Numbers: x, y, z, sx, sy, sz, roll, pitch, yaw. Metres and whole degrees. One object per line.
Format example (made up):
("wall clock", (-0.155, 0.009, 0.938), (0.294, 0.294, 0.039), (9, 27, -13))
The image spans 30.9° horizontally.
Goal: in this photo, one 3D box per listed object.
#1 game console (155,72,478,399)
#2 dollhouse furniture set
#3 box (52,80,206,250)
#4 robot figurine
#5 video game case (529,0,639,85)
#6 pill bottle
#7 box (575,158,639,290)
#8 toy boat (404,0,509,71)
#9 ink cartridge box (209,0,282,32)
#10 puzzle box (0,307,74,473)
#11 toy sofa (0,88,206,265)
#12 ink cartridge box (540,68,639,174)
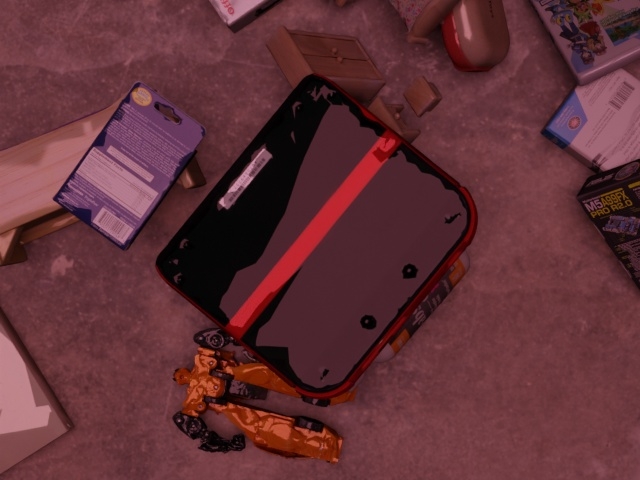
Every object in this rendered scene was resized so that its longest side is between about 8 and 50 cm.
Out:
("game console", (0.000, 0.000, 1.687), (0.342, 0.060, 0.386), (39, 90, 9))
("dollhouse furniture set", (0.104, -0.352, 1.714), (0.355, 0.174, 0.303), (-47, 62, 35))
("box", (-0.284, -0.114, 1.754), (0.136, 0.036, 0.225), (36, 96, -1))
("robot figurine", (-0.094, 0.252, 1.865), (0.291, 0.085, 0.211), (15, 90, 3))
("video game case", (0.485, -0.434, 1.812), (0.329, 0.036, 0.299), (-25, 69, 3))
("pill bottle", (0.089, 0.088, 1.790), (0.162, 0.162, 0.278), (41, 78, 3))
("box", (0.552, -0.035, 1.727), (0.216, 0.270, 0.060), (52, 49, -14))
("toy boat", (0.199, -0.372, 1.840), (0.151, 0.151, 0.231), (-12, 89, 33))
("ink cartridge box", (-0.109, -0.439, 1.877), (0.175, 0.072, 0.127), (-33, 88, 3))
("puzzle box", (-0.628, 0.211, 1.916), (0.272, 0.052, 0.408), (-32, 87, 3))
("toy sofa", (-0.379, -0.103, 1.852), (0.363, 0.150, 0.177), (-23, 91, 4))
("ink cartridge box", (0.475, -0.172, 1.830), (0.203, 0.086, 0.148), (37, 91, 3))
